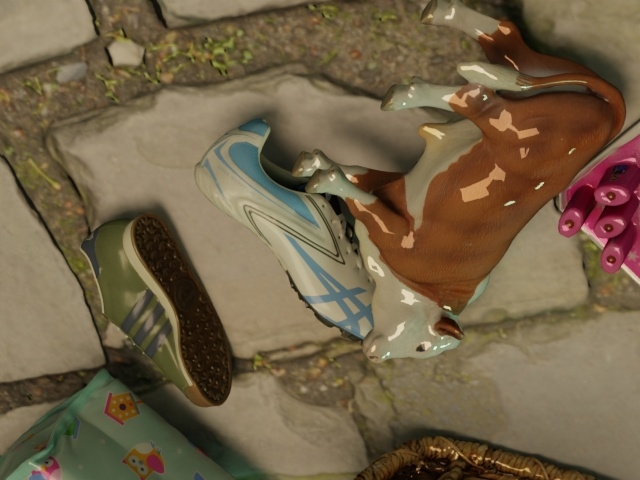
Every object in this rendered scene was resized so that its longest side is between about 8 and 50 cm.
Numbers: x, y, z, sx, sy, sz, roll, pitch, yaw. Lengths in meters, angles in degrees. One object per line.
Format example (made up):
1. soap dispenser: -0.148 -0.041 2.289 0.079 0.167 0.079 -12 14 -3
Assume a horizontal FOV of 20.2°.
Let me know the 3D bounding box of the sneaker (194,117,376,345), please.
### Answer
1. sneaker: 0.000 0.000 1.475 0.086 0.085 0.237 -41 106 12

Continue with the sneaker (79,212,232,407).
1. sneaker: -0.150 0.063 1.597 0.086 0.064 0.192 -6 117 36

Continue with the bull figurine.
1. bull figurine: 0.093 -0.038 1.379 0.188 0.101 0.310 29 123 -17

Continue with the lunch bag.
1. lunch bag: -0.212 0.271 1.697 0.223 0.160 0.262 42 139 -9

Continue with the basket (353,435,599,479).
1. basket: 0.090 0.286 1.474 0.213 0.299 0.223 41 130 -2

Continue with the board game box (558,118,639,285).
1. board game box: 0.427 0.003 1.295 0.390 0.050 0.390 43 128 -6
